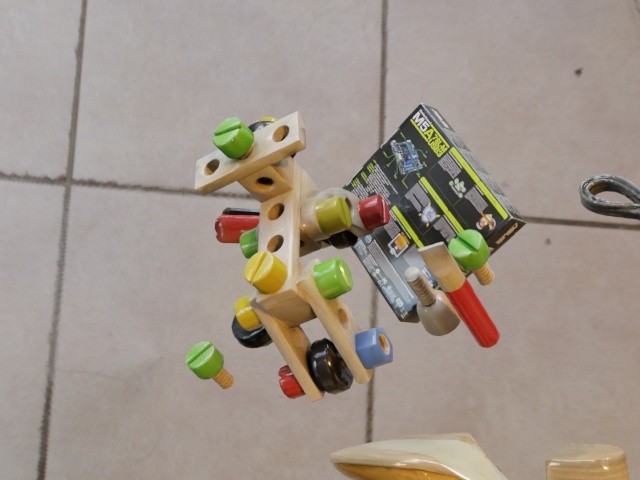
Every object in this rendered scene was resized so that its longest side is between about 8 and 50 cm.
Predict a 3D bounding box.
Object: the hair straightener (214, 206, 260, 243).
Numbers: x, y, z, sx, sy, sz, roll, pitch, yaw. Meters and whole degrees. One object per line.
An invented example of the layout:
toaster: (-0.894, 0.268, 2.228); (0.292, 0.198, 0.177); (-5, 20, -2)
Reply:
hair straightener: (-0.024, -0.029, 1.247); (0.230, 0.089, 0.047); (-3, 107, 5)

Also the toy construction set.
toy construction set: (0.000, 0.000, 0.879); (0.237, 0.308, 0.257); (54, 53, -39)

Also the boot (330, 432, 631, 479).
boot: (0.131, 0.271, 0.745); (0.104, 0.295, 0.211); (-5, 88, -47)

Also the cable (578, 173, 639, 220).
cable: (0.443, -0.037, 1.186); (0.139, 0.287, 0.072); (-31, 127, 4)

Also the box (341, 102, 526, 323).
box: (0.116, -0.031, 1.073); (0.184, 0.045, 0.191); (-46, 59, 21)
